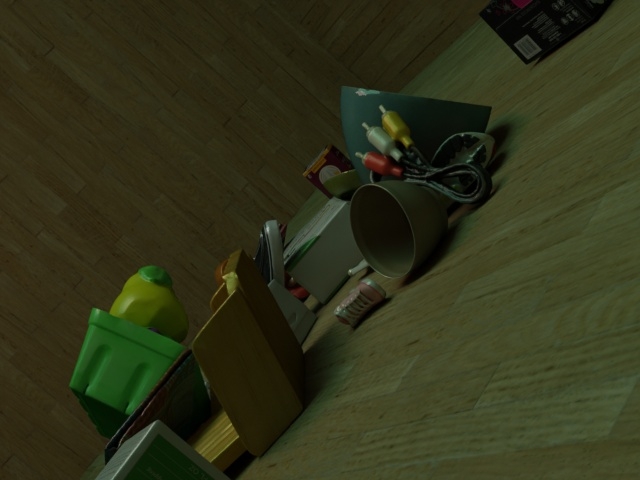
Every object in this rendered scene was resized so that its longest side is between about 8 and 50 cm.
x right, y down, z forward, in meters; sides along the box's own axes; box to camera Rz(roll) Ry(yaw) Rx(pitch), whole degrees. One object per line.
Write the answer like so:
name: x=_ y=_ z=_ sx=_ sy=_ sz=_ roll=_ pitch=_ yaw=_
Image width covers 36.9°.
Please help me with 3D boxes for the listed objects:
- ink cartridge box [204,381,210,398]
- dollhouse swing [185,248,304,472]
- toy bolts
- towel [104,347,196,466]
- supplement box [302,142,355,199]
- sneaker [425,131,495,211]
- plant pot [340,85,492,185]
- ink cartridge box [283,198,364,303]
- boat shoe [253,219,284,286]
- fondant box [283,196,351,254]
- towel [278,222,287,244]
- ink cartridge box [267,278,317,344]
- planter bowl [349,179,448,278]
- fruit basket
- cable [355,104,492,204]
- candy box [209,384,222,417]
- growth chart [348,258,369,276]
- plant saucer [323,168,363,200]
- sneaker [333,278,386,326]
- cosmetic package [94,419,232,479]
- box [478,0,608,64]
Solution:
ink cartridge box: x=-0.311 y=0.442 z=2.287 sx=0.145 sy=0.045 sz=0.179 roll=-41 pitch=28 yaw=45
dollhouse swing: x=-0.199 y=0.236 z=1.676 sx=0.305 sy=0.315 sz=0.347 roll=-28 pitch=9 yaw=4
toy bolts: x=-0.155 y=0.141 z=2.330 sx=0.228 sy=0.218 sz=0.158 roll=-31 pitch=-12 yaw=-38
towel: x=-0.324 y=0.406 z=1.866 sx=0.271 sy=0.040 sz=0.370 roll=-54 pitch=-17 yaw=-39
supplement box: x=0.057 y=-0.166 z=2.648 sx=0.104 sy=0.188 sz=0.081 roll=-46 pitch=8 yaw=19
sneaker: x=0.213 y=-0.088 z=1.721 sx=0.279 sy=0.107 sz=0.118 roll=-41 pitch=-9 yaw=28
plant pot: x=0.171 y=-0.182 z=1.849 sx=0.290 sy=0.290 sz=0.195 roll=-95 pitch=12 yaw=-81
ink cartridge box: x=0.018 y=0.018 z=2.157 sx=0.201 sy=0.117 sz=0.278 roll=-49 pitch=7 yaw=-1
boat shoe: x=-0.132 y=0.094 z=2.082 sx=0.108 sy=0.102 sz=0.301 roll=-100 pitch=11 yaw=-57
fondant box: x=0.000 y=0.000 z=2.483 sx=0.330 sy=0.096 sz=0.238 roll=-46 pitch=7 yaw=33
towel: x=-0.151 y=0.107 z=2.613 sx=0.199 sy=0.031 sz=0.274 roll=-60 pitch=-15 yaw=-56
ink cartridge box: x=-0.120 y=0.194 z=1.996 sx=0.176 sy=0.127 sz=0.128 roll=-43 pitch=9 yaw=36
planter bowl: x=0.139 y=-0.030 z=1.578 sx=0.109 sy=0.162 sz=0.162 roll=-22 pitch=-10 yaw=-33
fruit basket: x=-0.360 y=0.242 z=2.069 sx=0.392 sy=0.283 sz=0.392 roll=22 pitch=-90 yaw=-76
cable: x=0.160 y=-0.117 z=1.621 sx=0.287 sy=0.072 sz=0.139 roll=42 pitch=112 yaw=46
candy box: x=-0.226 y=0.275 z=2.105 sx=0.105 sy=0.027 sz=0.205 roll=-66 pitch=-24 yaw=-76
growth chart: x=0.144 y=-0.017 z=1.929 sx=0.237 sy=0.021 sz=0.172 roll=-50 pitch=6 yaw=-37
plant saucer: x=0.127 y=-0.126 z=2.128 sx=0.241 sy=0.037 sz=0.241 roll=-9 pitch=-9 yaw=-1
sneaker: x=0.064 y=0.111 z=1.625 sx=0.070 sy=0.051 sz=0.134 roll=-53 pitch=4 yaw=-21
cosmetic package: x=-0.270 y=0.445 z=1.247 sx=0.155 sy=0.197 sz=0.365 roll=-38 pitch=14 yaw=53
box: x=0.475 y=-0.500 z=1.973 sx=0.142 sy=0.163 sz=0.247 roll=-47 pitch=6 yaw=-21
